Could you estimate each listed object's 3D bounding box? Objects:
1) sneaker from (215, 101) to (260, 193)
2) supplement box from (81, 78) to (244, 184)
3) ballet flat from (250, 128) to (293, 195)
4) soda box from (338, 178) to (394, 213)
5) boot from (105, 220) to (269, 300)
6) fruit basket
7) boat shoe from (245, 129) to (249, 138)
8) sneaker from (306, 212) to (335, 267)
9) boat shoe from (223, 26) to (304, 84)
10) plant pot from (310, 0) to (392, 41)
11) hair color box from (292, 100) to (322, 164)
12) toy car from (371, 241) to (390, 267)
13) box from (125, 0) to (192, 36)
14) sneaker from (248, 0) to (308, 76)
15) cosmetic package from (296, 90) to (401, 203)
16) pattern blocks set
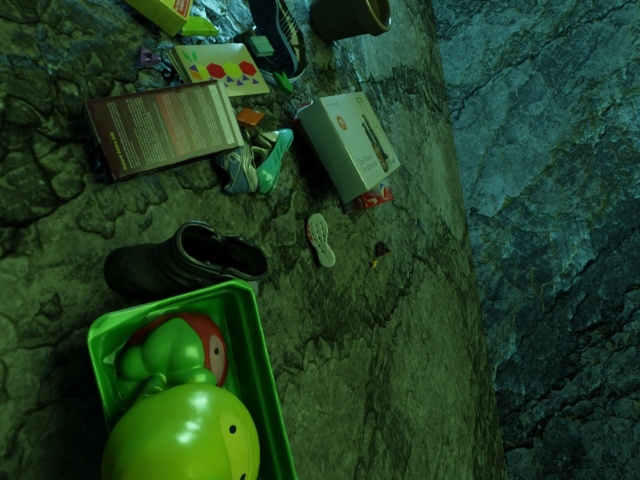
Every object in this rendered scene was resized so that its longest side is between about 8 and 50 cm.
[{"bbox_3d":[-0.195,-0.202,0.980,0.080,0.081,0.211,-146,-139,-78],"label":"sneaker"},{"bbox_3d":[-0.270,-0.194,0.786,0.239,0.073,0.130,-22,100,-32],"label":"supplement box"},{"bbox_3d":[-0.130,-0.221,1.118,0.087,0.083,0.247,38,45,-27],"label":"ballet flat"},{"bbox_3d":[0.165,-0.156,1.556,0.263,0.092,0.084,-22,97,-59],"label":"soda box"},{"bbox_3d":[-0.173,0.068,0.793,0.338,0.222,0.118,18,63,-55],"label":"boot"},{"bbox_3d":[-0.160,0.253,0.593,0.282,0.392,0.392,-13,90,-40],"label":"fruit basket"},{"bbox_3d":[-0.212,-0.263,1.030,0.137,0.049,0.043,50,42,-44],"label":"boat shoe"},{"bbox_3d":[0.000,0.000,1.283,0.065,0.061,0.158,-51,127,-85],"label":"sneaker"},{"bbox_3d":[-0.114,-0.496,1.205,0.335,0.119,0.121,-32,106,-58],"label":"boat shoe"},{"bbox_3d":[0.093,-0.814,1.557,0.263,0.229,0.263,29,55,-52],"label":"plant pot"},{"bbox_3d":[-0.012,-0.328,1.372,0.167,0.053,0.093,53,37,-35],"label":"hair color box"},{"bbox_3d":[0.201,0.054,1.610,0.122,0.060,0.041,-35,154,-40],"label":"toy car"},{"bbox_3d":[-0.356,-0.499,0.838,0.232,0.058,0.087,30,50,-41],"label":"box"},{"bbox_3d":[-0.097,-0.514,1.073,0.090,0.081,0.232,-48,126,-50],"label":"sneaker"},{"bbox_3d":[0.105,-0.303,1.380,0.284,0.097,0.377,59,31,-6],"label":"cosmetic package"},{"bbox_3d":[-0.214,-0.355,0.948,0.324,0.026,0.286,-12,72,-34],"label":"pattern blocks set"}]
